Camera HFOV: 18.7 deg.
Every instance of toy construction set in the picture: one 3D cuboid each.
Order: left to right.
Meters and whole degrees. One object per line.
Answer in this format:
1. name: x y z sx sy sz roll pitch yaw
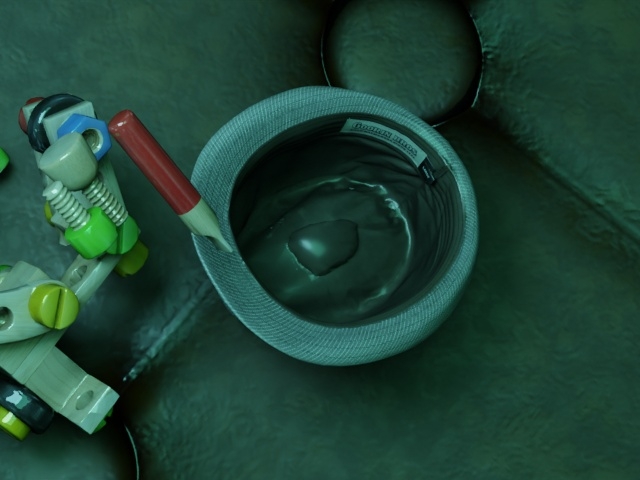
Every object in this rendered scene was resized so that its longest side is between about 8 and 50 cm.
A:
1. toy construction set: -0.193 0.031 1.562 0.237 0.308 0.257 51 47 -25

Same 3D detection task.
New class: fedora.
1. fedora: 0.000 0.000 1.659 0.275 0.124 0.244 -35 84 -29
